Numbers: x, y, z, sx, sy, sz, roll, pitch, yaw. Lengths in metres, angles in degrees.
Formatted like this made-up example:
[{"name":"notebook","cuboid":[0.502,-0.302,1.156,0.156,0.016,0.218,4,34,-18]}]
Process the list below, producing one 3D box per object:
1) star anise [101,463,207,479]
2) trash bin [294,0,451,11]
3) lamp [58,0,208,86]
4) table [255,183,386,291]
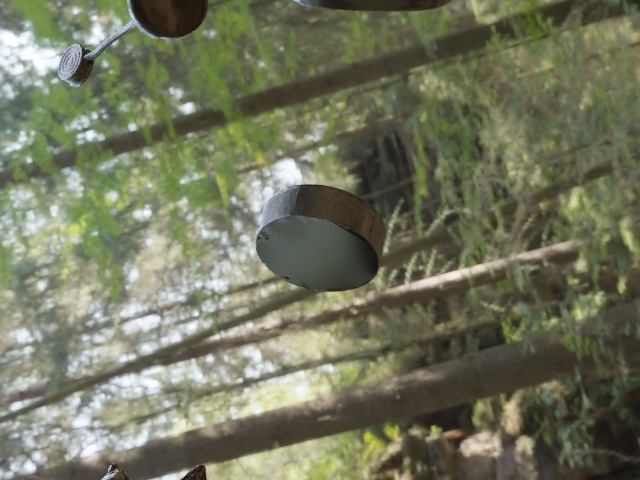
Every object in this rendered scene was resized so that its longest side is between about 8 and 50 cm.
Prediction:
[{"name":"star anise","cuboid":[-0.170,0.323,0.887,0.099,0.214,0.220,-8,-101,-69]},{"name":"trash bin","cuboid":[0.060,-0.425,1.067,0.219,0.220,0.250,-98,9,-48]},{"name":"lamp","cuboid":[-0.322,-0.326,1.414,0.108,0.371,0.130,17,-101,-42]},{"name":"table","cuboid":[0.000,0.000,0.981,0.133,0.133,0.043,65,-149,-47]}]
